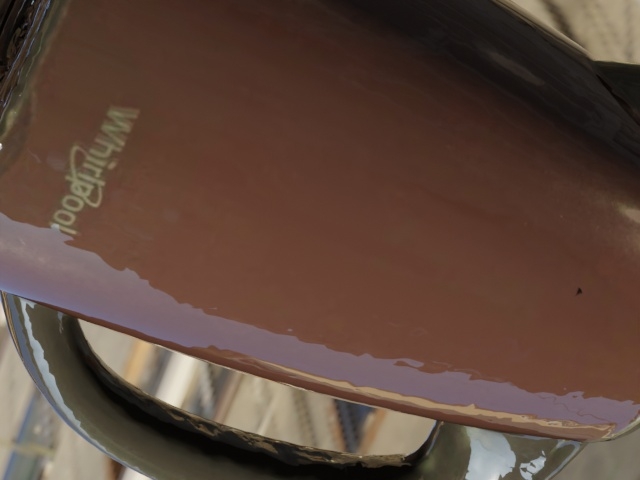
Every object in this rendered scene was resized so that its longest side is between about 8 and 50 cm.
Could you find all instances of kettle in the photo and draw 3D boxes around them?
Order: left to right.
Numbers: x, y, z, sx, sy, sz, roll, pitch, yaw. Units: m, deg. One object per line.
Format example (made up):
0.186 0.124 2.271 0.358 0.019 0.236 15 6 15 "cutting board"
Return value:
0.000 0.000 0.582 0.232 0.202 0.144 23 -159 -18 "kettle"
